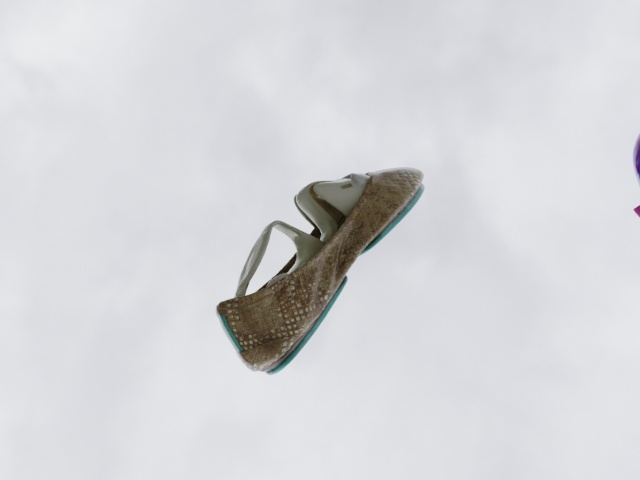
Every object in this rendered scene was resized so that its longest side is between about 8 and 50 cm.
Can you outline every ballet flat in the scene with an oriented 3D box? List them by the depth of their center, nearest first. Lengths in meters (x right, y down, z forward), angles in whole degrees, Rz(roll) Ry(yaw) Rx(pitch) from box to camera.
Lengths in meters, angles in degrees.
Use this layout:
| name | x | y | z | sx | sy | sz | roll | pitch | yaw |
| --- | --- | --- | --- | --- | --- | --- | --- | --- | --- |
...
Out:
| name | x | y | z | sx | sy | sz | roll | pitch | yaw |
| --- | --- | --- | --- | --- | --- | --- | --- | --- | --- |
| ballet flat | 0.000 | 0.000 | 0.956 | 0.073 | 0.067 | 0.206 | -30 | -162 | 51 |

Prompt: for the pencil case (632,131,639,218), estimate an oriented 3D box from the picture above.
| name | x | y | z | sx | sy | sz | roll | pitch | yaw |
| --- | --- | --- | --- | --- | --- | --- | --- | --- | --- |
| pencil case | 0.220 | -0.060 | 0.708 | 0.105 | 0.236 | 0.104 | -1 | -102 | 3 |
